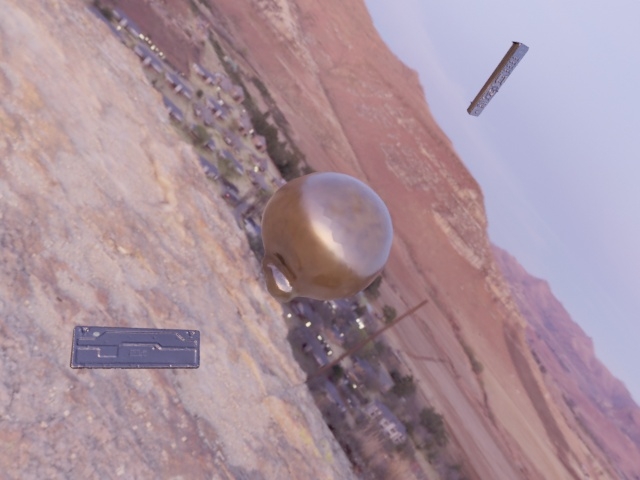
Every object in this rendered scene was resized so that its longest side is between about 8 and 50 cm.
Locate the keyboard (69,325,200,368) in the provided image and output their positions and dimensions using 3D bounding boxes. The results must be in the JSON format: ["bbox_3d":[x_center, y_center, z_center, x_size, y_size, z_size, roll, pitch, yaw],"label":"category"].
[{"bbox_3d":[-0.226,0.134,0.711,0.155,0.010,0.053,7,68,-24],"label":"keyboard"}]

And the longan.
[{"bbox_3d":[0.000,0.000,0.793,0.184,0.204,0.159,38,-11,12],"label":"longan"}]

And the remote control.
[{"bbox_3d":[0.194,-0.179,0.636,0.016,0.091,0.034,46,29,23],"label":"remote control"}]
